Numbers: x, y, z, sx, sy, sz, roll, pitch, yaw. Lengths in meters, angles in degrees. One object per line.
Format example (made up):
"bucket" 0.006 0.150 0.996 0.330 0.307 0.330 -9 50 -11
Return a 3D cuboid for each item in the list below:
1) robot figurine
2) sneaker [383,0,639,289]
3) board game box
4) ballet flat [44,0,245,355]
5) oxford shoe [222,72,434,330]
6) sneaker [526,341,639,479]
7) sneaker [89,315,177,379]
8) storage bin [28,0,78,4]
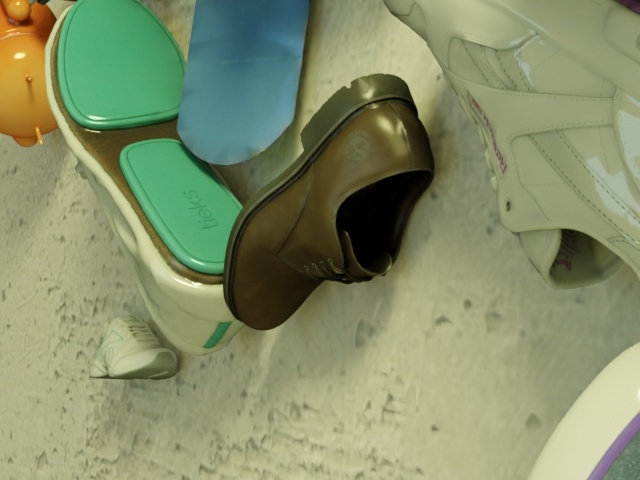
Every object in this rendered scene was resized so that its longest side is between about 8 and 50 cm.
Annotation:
"robot figurine" -0.342 -0.198 1.342 0.158 0.128 0.219 -48 42 15
"sneaker" 0.108 -0.068 0.606 0.305 0.114 0.152 45 122 51
"board game box" -0.052 -0.140 0.948 0.133 0.033 0.169 3 84 42
"ballet flat" -0.156 -0.060 1.033 0.139 0.139 0.400 -61 41 33
"oxford shoe" 0.000 0.000 0.804 0.227 0.082 0.096 -55 47 40
"sneaker" 0.176 0.225 0.465 0.236 0.130 0.323 25 102 47
"sneaker" -0.176 0.099 1.098 0.152 0.053 0.061 -8 76 58
"storage bin" -0.242 -0.309 1.227 0.098 0.091 0.135 -10 78 57
